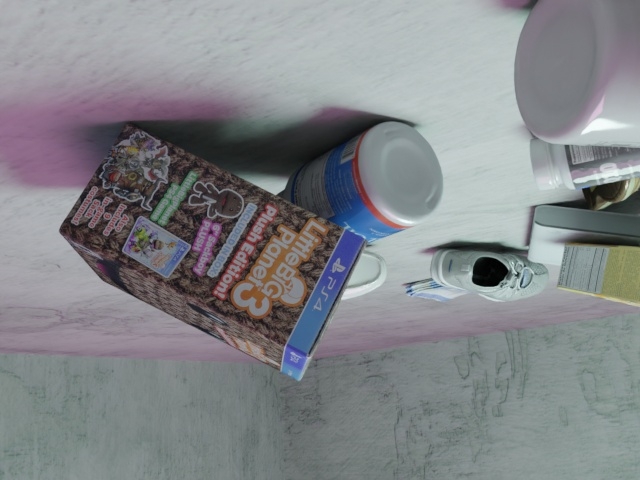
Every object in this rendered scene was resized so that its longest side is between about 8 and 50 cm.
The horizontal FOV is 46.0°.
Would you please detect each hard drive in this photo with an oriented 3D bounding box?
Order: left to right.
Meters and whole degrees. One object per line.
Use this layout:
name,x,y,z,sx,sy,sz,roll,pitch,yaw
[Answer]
hard drive,0.484,0.004,1.360,0.203,0.040,0.307,8,170,15

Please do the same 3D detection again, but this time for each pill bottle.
pill bottle,0.032,-0.051,0.920,0.124,0.124,0.221,6,163,-35
pill bottle,0.324,-0.103,0.895,0.137,0.078,0.078,-11,164,25
pill bottle,0.292,-0.141,0.627,0.229,0.131,0.131,0,165,-18

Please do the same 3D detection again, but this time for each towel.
towel,0.374,0.107,1.836,0.285,0.034,0.209,-15,163,36

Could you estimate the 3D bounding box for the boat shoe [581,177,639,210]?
boat shoe,0.414,-0.089,1.033,0.072,0.068,0.190,-18,174,5

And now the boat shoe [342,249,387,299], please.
boat shoe,-0.014,0.059,1.393,0.277,0.098,0.096,-4,167,2

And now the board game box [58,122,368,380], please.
board game box,-0.116,0.026,0.880,0.291,0.141,0.232,26,164,4

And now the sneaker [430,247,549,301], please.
sneaker,0.359,0.076,1.507,0.281,0.105,0.115,4,-177,-29

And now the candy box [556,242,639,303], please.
candy box,0.516,0.063,1.151,0.183,0.087,0.316,12,179,-6
